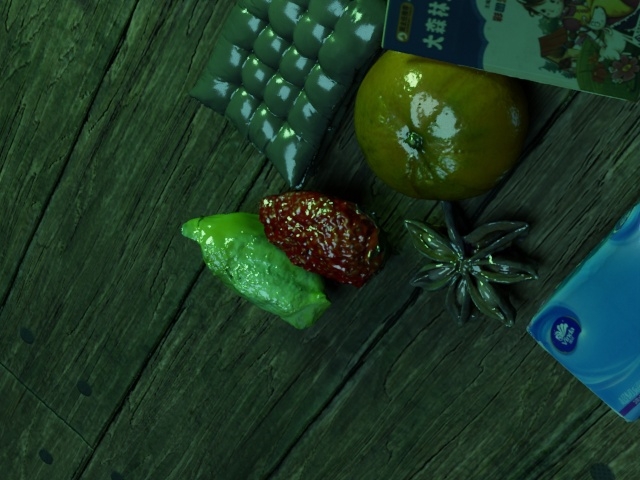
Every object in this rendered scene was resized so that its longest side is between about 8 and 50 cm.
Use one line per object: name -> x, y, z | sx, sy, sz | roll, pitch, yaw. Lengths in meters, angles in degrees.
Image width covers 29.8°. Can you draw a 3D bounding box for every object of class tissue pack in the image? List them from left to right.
tissue pack -> 0.426, 0.074, 1.543 | 0.198, 0.146, 0.263 | 42, 130, 8

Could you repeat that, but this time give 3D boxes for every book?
book -> 0.240, -0.283, 1.399 | 0.322, 0.018, 0.228 | 12, 134, 6

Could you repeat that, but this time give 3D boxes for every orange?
orange -> 0.152, -0.156, 1.578 | 0.240, 0.171, 0.240 | 17, 125, 25

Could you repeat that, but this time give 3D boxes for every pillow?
pillow -> -0.038, -0.258, 1.695 | 0.228, 0.101, 0.326 | 40, 127, 10

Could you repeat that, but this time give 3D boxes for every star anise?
star anise -> 0.214, 0.041, 1.710 | 0.212, 0.073, 0.197 | 18, 119, 27

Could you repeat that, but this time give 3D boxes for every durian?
durian -> -0.089, 0.032, 1.856 | 0.250, 0.139, 0.101 | 42, 124, 5

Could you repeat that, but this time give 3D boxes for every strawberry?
strawberry -> -0.008, -0.008, 1.755 | 0.228, 0.098, 0.174 | 20, 161, 15
